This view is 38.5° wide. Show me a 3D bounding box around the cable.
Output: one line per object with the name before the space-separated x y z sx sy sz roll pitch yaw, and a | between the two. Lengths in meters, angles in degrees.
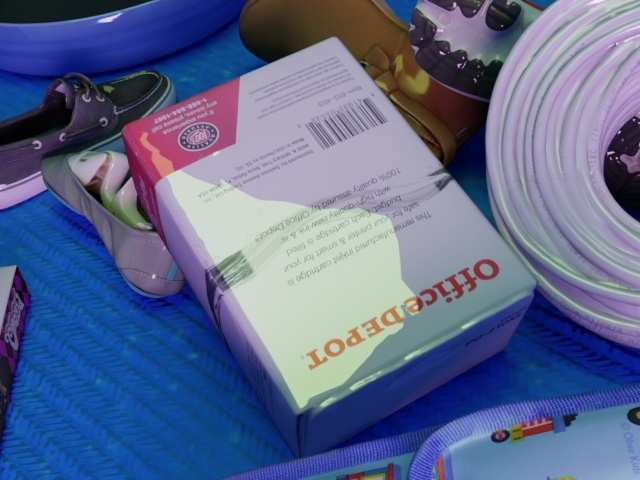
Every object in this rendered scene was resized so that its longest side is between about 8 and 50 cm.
cable | 0.238 -0.054 0.598 0.257 0.089 0.257 -22 77 13

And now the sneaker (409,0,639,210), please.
sneaker | 0.205 -0.130 0.731 0.279 0.107 0.118 36 28 6

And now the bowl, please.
bowl | -0.257 -0.320 1.091 0.391 0.077 0.391 -5 41 4

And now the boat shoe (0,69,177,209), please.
boat shoe | -0.235 -0.114 0.850 0.228 0.076 0.080 -32 46 -25

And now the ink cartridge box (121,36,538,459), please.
ink cartridge box | 0.000 0.000 0.611 0.172 0.100 0.237 -26 62 -17

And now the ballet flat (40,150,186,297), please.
ballet flat | -0.162 -0.035 0.747 0.072 0.068 0.213 6 28 -44

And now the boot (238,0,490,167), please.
boot | 0.010 -0.133 0.828 0.283 0.109 0.220 19 51 18

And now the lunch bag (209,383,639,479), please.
lunch bag | 0.075 0.183 0.341 0.293 0.138 0.221 -23 38 19

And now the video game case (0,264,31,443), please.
video game case | -0.332 0.114 0.632 0.232 0.042 0.210 -8 39 0
